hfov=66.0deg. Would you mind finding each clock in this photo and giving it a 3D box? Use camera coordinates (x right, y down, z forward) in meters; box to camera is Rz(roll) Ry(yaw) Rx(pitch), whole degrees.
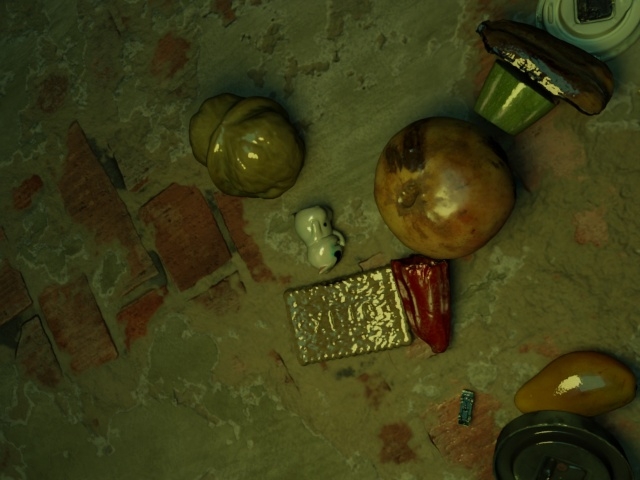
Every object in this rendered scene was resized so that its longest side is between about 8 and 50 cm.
[{"bbox_3d":[0.520,0.495,1.070,0.281,0.055,0.280,8,114,19],"label":"clock"},{"bbox_3d":[0.608,-0.517,1.103,0.237,0.053,0.236,-1,88,21],"label":"clock"}]

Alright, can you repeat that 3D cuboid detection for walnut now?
[{"bbox_3d":[-0.183,-0.241,1.273,0.253,0.277,0.282,-35,67,11],"label":"walnut"}]

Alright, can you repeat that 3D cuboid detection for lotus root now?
[{"bbox_3d":[0.499,-0.404,1.074,0.329,0.167,0.078,35,138,8],"label":"lotus root"}]

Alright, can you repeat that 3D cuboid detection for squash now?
[{"bbox_3d":[0.434,-0.316,1.113,0.170,0.170,0.122,40,117,16],"label":"squash"}]

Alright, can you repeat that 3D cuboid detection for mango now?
[{"bbox_3d":[0.550,0.322,1.083,0.253,0.113,0.138,-26,88,25],"label":"mango"}]

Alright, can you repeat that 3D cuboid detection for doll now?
[{"bbox_3d":[0.000,-0.007,1.286,0.107,0.110,0.180,-26,83,19],"label":"doll"}]

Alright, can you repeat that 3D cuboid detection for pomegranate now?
[{"bbox_3d":[0.270,-0.117,1.100,0.322,0.322,0.321,0,89,20],"label":"pomegranate"}]

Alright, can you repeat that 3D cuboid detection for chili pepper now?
[{"bbox_3d":[0.247,0.151,1.186,0.144,0.136,0.252,-4,104,21],"label":"chili pepper"}]

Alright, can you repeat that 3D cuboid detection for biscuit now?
[{"bbox_3d":[0.066,0.199,1.293,0.325,0.044,0.217,-17,83,19],"label":"biscuit"}]

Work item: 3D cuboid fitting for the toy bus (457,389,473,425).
[{"bbox_3d":[0.352,0.403,1.191,0.031,0.037,0.083,8,91,21],"label":"toy bus"}]

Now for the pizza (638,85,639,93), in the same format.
[{"bbox_3d":[0.756,-0.331,1.055,0.160,0.036,0.099,47,104,15],"label":"pizza"}]
